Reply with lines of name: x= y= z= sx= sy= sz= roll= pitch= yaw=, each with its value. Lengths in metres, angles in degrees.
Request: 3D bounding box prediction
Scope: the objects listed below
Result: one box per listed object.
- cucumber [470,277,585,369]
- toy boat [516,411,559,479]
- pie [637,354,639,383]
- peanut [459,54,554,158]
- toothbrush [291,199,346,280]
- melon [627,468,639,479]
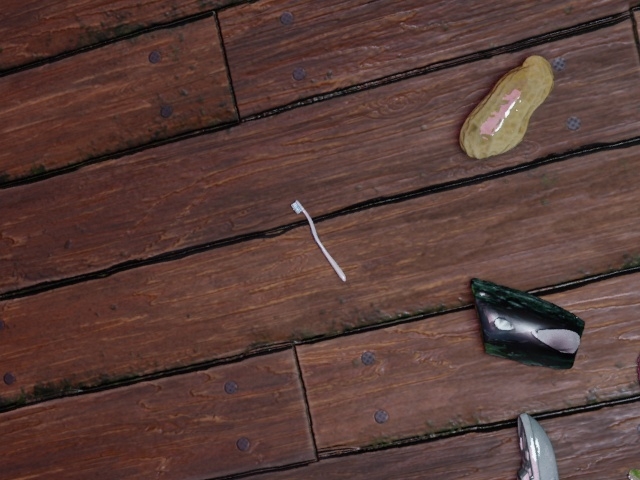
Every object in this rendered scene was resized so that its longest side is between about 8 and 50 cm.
cucumber: x=0.320 y=0.140 z=1.634 sx=0.193 sy=0.086 sz=0.115 roll=17 pitch=91 yaw=7
toy boat: x=0.336 y=0.402 z=1.622 sx=0.085 sy=0.078 sz=0.261 roll=-6 pitch=90 yaw=-1
pie: x=0.571 y=0.206 z=1.591 sx=0.154 sy=0.036 sz=0.155 roll=0 pitch=90 yaw=13
peanut: x=0.302 y=-0.208 z=1.636 sx=0.093 sy=0.083 sz=0.194 roll=44 pitch=98 yaw=10
toothbrush: x=0.000 y=0.000 z=1.742 sx=0.017 sy=0.014 sz=0.162 roll=-34 pitch=82 yaw=-4
melon: x=0.540 y=0.447 z=1.597 sx=0.098 sy=0.054 sz=0.182 roll=-10 pitch=86 yaw=28
